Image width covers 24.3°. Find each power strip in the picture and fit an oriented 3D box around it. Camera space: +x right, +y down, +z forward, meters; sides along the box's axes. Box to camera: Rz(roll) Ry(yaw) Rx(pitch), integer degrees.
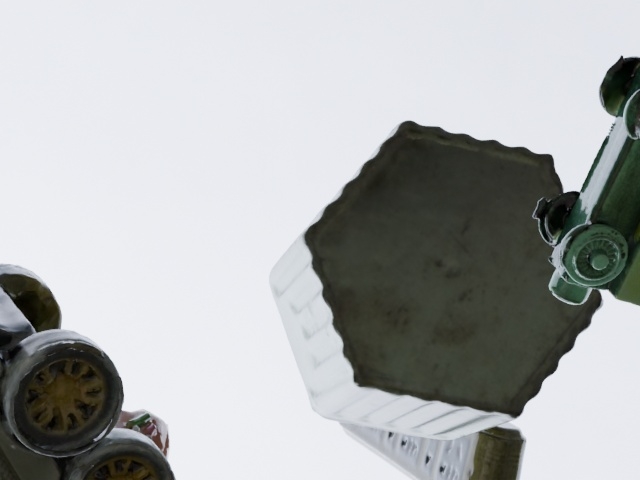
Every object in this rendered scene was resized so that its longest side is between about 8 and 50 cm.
[{"bbox_3d":[0.094,0.184,1.467,0.066,0.092,0.387,11,-177,-19],"label":"power strip"}]

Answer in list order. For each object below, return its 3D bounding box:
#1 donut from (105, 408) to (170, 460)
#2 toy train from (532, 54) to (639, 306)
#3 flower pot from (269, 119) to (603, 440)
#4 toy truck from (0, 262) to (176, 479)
[{"bbox_3d":[-0.225,0.139,1.087,0.233,0.085,0.199,29,-157,12],"label":"donut"},{"bbox_3d":[0.142,-0.023,0.623,0.081,0.122,0.050,16,-158,-21],"label":"toy train"},{"bbox_3d":[0.085,0.037,1.169,0.209,0.189,0.239,-16,-100,-13],"label":"flower pot"},{"bbox_3d":[-0.132,0.146,0.646,0.157,0.272,0.124,-31,-154,-13],"label":"toy truck"}]
